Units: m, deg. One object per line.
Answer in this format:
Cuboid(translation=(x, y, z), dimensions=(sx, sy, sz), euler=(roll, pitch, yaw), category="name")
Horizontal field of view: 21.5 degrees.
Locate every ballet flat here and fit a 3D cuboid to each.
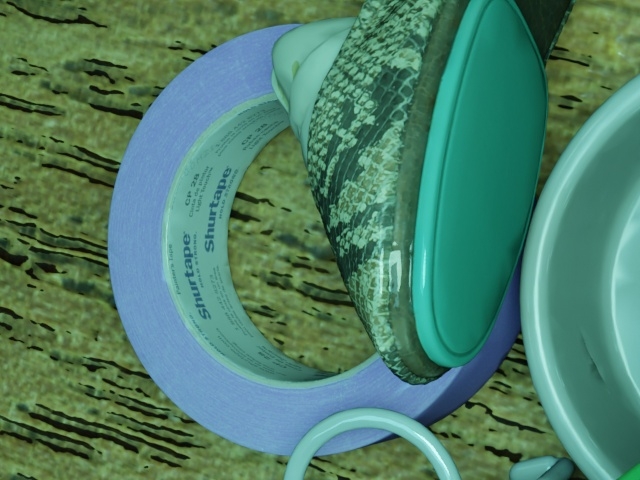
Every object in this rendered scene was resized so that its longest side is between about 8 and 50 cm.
Cuboid(translation=(0.075, -0.146, 0.974), dimensions=(0.182, 0.164, 0.483), euler=(10, 68, 31), category="ballet flat")

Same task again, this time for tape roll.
Cuboid(translation=(0.000, 0.000, 1.101), dimensions=(0.274, 0.090, 0.275), euler=(0, 90, 24), category="tape roll")

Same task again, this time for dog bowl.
Cuboid(translation=(0.274, 0.034, 0.969), dimensions=(0.348, 0.102, 0.349), euler=(0, 90, 24), category="dog bowl")

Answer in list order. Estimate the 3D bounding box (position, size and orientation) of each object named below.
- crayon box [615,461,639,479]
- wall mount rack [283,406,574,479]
Cuboid(translation=(0.266, 0.209, 0.834), dimensions=(0.313, 0.363, 0.106), euler=(-40, 41, 19), category="crayon box")
Cuboid(translation=(0.037, 0.276, 1.055), dimensions=(0.304, 0.130, 0.350), euler=(-16, 89, 20), category="wall mount rack")
